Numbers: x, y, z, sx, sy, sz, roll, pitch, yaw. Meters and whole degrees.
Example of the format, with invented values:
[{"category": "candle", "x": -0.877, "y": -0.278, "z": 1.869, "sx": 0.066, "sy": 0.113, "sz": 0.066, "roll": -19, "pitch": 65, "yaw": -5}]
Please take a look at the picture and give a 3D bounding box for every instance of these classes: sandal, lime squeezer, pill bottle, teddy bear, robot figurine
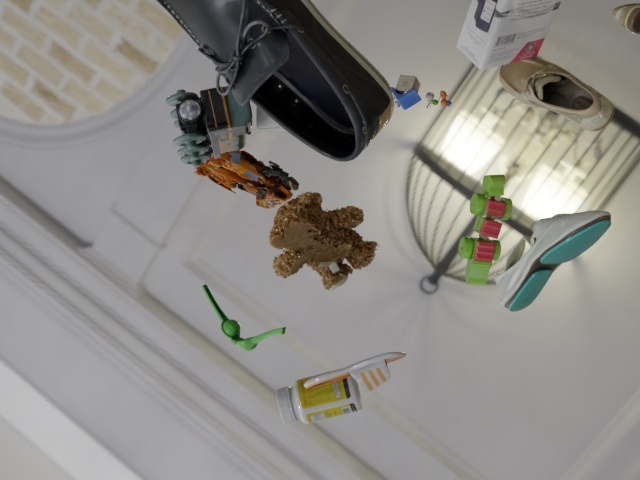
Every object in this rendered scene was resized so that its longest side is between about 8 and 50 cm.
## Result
[{"category": "sandal", "x": 0.093, "y": 0.339, "z": 1.906, "sx": 0.102, "sy": 0.265, "sz": 0.076, "roll": 39, "pitch": -148, "yaw": -73}, {"category": "lime squeezer", "x": -0.210, "y": 0.215, "z": 1.973, "sx": 0.310, "sy": 0.110, "sz": 0.059, "roll": 24, "pitch": -141, "yaw": 39}, {"category": "pill bottle", "x": -0.003, "y": 0.412, "z": 2.045, "sx": 0.119, "sy": 0.208, "sz": 0.119, "roll": -15, "pitch": -90, "yaw": -86}, {"category": "teddy bear", "x": 0.000, "y": 0.000, "z": 1.844, "sx": 0.338, "sy": 0.245, "sz": 0.113, "roll": 18, "pitch": -144, "yaw": -38}, {"category": "robot figurine", "x": -0.208, "y": -0.178, "z": 2.244, "sx": 0.291, "sy": 0.085, "sz": 0.211, "roll": 27, "pitch": 156, "yaw": -24}]

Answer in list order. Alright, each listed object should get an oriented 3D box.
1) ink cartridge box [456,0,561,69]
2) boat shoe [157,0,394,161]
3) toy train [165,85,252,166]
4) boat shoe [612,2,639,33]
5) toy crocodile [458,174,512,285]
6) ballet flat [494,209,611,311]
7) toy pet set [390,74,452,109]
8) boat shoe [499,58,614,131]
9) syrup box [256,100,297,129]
[{"category": "ink cartridge box", "x": 0.413, "y": -0.500, "z": 1.658, "sx": 0.172, "sy": 0.237, "sz": 0.100, "roll": -19, "pitch": -124, "yaw": -26}, {"category": "boat shoe", "x": -0.093, "y": -0.306, "z": 1.225, "sx": 0.500, "sy": 0.187, "sz": 0.156, "roll": 38, "pitch": -131, "yaw": -19}, {"category": "toy train", "x": -0.257, "y": -0.272, "z": 1.863, "sx": 0.334, "sy": 0.190, "sz": 0.142, "roll": 121, "pitch": 138, "yaw": -81}, {"category": "boat shoe", "x": 0.623, "y": -0.419, "z": 1.454, "sx": 0.190, "sy": 0.068, "sz": 0.072, "roll": -1, "pitch": -149, "yaw": -32}, {"category": "toy crocodile", "x": 0.489, "y": -0.030, "z": 2.292, "sx": 0.115, "sy": 0.341, "sz": 0.105, "roll": 10, "pitch": -169, "yaw": -8}, {"category": "ballet flat", "x": 0.552, "y": 0.024, "z": 1.940, "sx": 0.139, "sy": 0.400, "sz": 0.139, "roll": 15, "pitch": -133, "yaw": -16}, {"category": "toy pet set", "x": 0.205, "y": -0.301, "z": 1.686, "sx": 0.122, "sy": 0.065, "sz": 0.114, "roll": 11, "pitch": 164, "yaw": 30}, {"category": "boat shoe", "x": 0.503, "y": -0.339, "z": 1.716, "sx": 0.098, "sy": 0.109, "sz": 0.302, "roll": 22, "pitch": -164, "yaw": -47}, {"category": "syrup box", "x": -0.047, "y": -0.314, "z": 1.932, "sx": 0.093, "sy": 0.096, "sz": 0.237, "roll": 4, "pitch": -175, "yaw": 37}]
